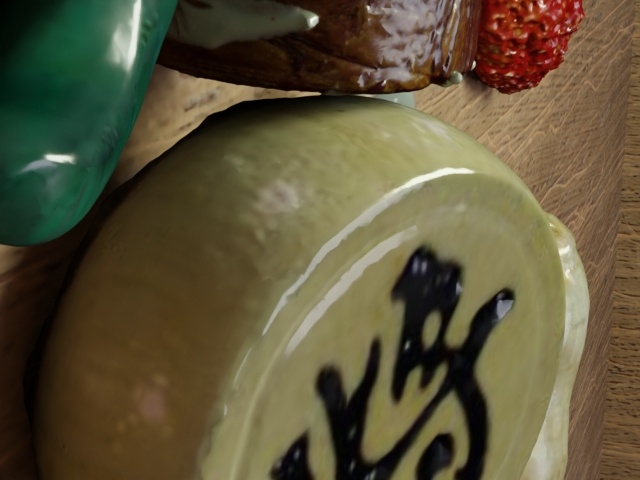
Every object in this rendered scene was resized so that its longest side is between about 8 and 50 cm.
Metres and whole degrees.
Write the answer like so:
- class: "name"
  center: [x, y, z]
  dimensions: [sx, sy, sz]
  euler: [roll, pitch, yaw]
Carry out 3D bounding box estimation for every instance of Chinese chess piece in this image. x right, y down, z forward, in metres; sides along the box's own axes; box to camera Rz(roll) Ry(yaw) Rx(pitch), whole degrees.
- class: "Chinese chess piece"
  center: [-0.003, 0.063, 0.671]
  dimensions: [0.257, 0.104, 0.257]
  euler: [-26, 128, -38]

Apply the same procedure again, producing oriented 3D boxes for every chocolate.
- class: "chocolate"
  center: [0.173, 0.125, 1.411]
  dimensions: [0.134, 0.134, 0.309]
  euler: [6, 92, -74]

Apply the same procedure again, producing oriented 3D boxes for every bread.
- class: "bread"
  center: [-0.006, -0.109, 0.665]
  dimensions: [0.160, 0.160, 0.073]
  euler: [-43, 137, -66]

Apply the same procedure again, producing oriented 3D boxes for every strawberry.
- class: "strawberry"
  center: [0.187, -0.201, 1.386]
  dimensions: [0.228, 0.098, 0.174]
  euler: [79, 24, -43]

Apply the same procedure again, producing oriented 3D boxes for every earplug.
- class: "earplug"
  center: [-0.076, -0.170, 0.490]
  dimensions: [0.257, 0.164, 0.280]
  euler: [-36, 129, -18]

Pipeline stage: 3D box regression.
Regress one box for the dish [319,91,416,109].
- class: "dish"
  center: [0.000, 0.000, 0.866]
  dimensions: [0.229, 0.081, 0.229]
  euler: [5, 90, -77]
